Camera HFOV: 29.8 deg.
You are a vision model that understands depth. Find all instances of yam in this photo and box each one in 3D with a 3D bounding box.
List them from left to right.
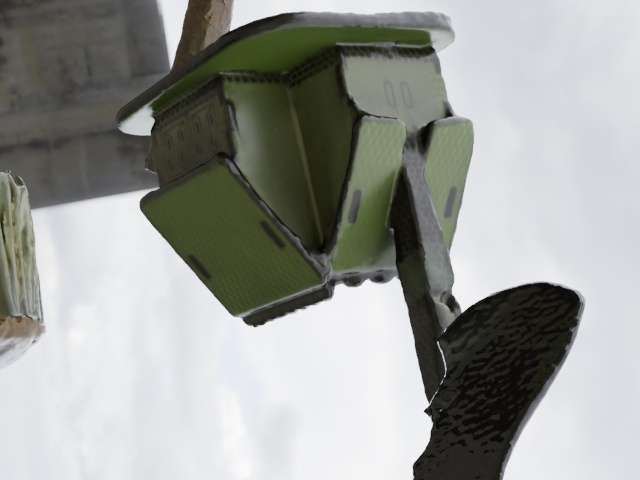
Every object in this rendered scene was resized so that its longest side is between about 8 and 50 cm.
[{"bbox_3d":[-0.145,-0.214,1.403,0.066,0.066,0.299,38,-64,59],"label":"yam"}]

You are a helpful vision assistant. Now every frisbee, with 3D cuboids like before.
[{"bbox_3d":[0.017,0.097,0.319,0.012,0.187,0.211,50,16,-23],"label":"frisbee"}]

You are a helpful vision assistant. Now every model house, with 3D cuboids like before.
[{"bbox_3d":[0.000,0.000,0.863,0.218,0.205,0.278,-22,-101,50],"label":"model house"}]

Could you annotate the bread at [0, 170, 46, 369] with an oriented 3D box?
[{"bbox_3d":[-0.270,0.044,0.695,0.210,0.192,0.109,-27,-107,50],"label":"bread"}]
